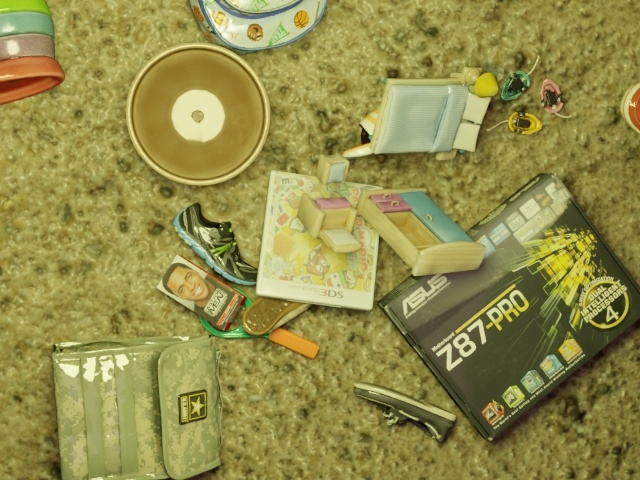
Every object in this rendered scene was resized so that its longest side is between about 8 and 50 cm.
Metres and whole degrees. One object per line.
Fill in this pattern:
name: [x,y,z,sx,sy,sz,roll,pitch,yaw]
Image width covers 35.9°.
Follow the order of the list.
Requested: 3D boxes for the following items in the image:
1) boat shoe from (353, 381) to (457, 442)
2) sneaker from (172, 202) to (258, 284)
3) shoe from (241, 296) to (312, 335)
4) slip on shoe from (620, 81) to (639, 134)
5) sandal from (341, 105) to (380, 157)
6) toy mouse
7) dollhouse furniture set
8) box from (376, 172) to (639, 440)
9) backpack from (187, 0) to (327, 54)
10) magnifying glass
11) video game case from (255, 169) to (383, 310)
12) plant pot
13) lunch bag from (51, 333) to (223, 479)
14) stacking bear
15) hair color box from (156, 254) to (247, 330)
boat shoe: [0.148,0.312,1.796,0.206,0.075,0.064,22,89,-14]
sneaker: [-0.171,0.008,1.726,0.188,0.067,0.078,43,95,-6]
shoe: [-0.053,0.096,1.751,0.219,0.058,0.076,-34,80,-20]
slip on shoe: [0.710,-0.210,1.812,0.331,0.101,0.123,21,94,-8]
sandal: [0.143,-0.217,1.740,0.265,0.102,0.076,-26,97,-13]
toy mouse: [0.382,-0.265,1.796,0.161,0.031,0.143,3,95,-8]
dollhouse furniture set: [0.157,-0.123,1.597,0.287,0.198,0.303,-5,125,-31]
box: [0.353,0.117,1.795,0.395,0.097,0.318,-38,96,-3]
backpack: [-0.109,-0.444,1.633,0.277,0.213,0.263,-20,108,-9]
magnifying glass: [-0.111,0.154,1.772,0.231,0.026,0.092,25,91,-7]
video game case: [0.000,0.000,1.737,0.207,0.026,0.226,8,75,-9]
plant pot: [-0.208,-0.212,1.680,0.238,0.110,0.237,-1,94,-7]
lunch bag: [-0.304,0.285,1.687,0.287,0.169,0.235,-4,92,-15]
stacking bear: [-0.528,-0.385,1.603,0.164,0.175,0.288,-15,90,-4]
hair color box: [-0.206,0.091,1.722,0.141,0.043,0.072,31,89,8]
